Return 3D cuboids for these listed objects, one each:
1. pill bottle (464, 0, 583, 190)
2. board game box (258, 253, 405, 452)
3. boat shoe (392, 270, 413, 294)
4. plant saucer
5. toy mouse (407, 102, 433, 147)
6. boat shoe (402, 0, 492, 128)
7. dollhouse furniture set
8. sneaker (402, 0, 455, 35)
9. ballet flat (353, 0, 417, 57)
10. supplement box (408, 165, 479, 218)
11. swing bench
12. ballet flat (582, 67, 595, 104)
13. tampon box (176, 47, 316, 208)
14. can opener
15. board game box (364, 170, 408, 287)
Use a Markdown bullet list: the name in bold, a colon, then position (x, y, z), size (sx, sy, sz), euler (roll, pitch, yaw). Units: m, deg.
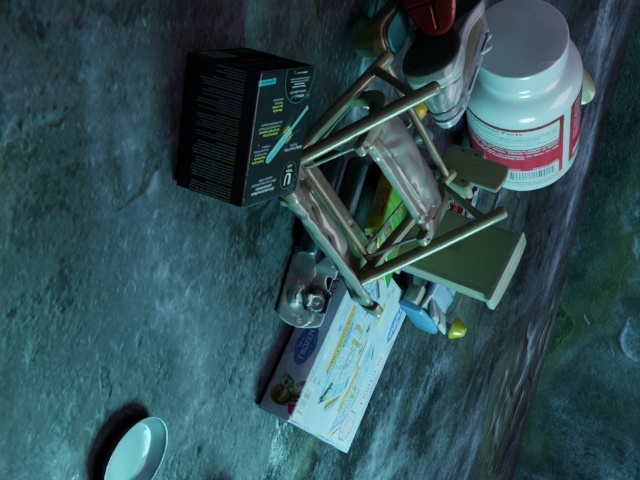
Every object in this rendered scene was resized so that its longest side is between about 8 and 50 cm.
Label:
- **pill bottle**: position (0.393, -0.279, 1.751), size (0.229, 0.229, 0.407), euler (-64, 158, -15)
- **board game box**: position (0.038, 0.193, 1.585), size (0.318, 0.066, 0.318), euler (-65, 154, -14)
- **boat shoe**: position (0.161, 0.092, 1.797), size (0.040, 0.049, 0.142), euler (-25, 141, -12)
- **plant saucer**: position (-0.241, 0.276, 1.139), size (0.119, 0.021, 0.119), euler (-42, 143, -44)
- **toy mouse**: position (0.187, -0.220, 1.604), size (0.143, 0.031, 0.160), euler (58, 40, -58)
- **boat shoe**: position (0.203, -0.290, 1.395), size (0.320, 0.118, 0.103), euler (-70, 141, -53)
- **dollhouse furniture set**: position (0.297, 0.034, 1.676), size (0.286, 0.198, 0.303), euler (-61, 152, -14)
- **sneaker**: position (0.164, -0.417, 1.325), size (0.128, 0.087, 0.221), euler (-34, 110, -59)
- **ballet flat**: position (0.119, -0.351, 1.369), size (0.232, 0.073, 0.080), euler (-51, 127, -41)
- **supplement box**: position (0.243, -0.081, 1.798), size (0.239, 0.073, 0.130), euler (-18, 123, -58)
- **swing bench**: position (0.080, -0.077, 1.258), size (0.255, 0.165, 0.253), euler (-37, 125, -3)
- **ballet flat**: position (0.485, -0.386, 1.908), size (0.086, 0.248, 0.086), euler (-28, 152, -16)
- **tampon box**: position (-0.089, -0.136, 1.061), size (0.120, 0.102, 0.160), euler (-23, 128, -57)
- **can opener**: position (0.000, 0.000, 1.400), size (0.095, 0.076, 0.283), euler (-128, -126, -82)
- **board game box**: position (0.120, -0.051, 1.528), size (0.124, 0.039, 0.259), euler (75, 22, -43)
